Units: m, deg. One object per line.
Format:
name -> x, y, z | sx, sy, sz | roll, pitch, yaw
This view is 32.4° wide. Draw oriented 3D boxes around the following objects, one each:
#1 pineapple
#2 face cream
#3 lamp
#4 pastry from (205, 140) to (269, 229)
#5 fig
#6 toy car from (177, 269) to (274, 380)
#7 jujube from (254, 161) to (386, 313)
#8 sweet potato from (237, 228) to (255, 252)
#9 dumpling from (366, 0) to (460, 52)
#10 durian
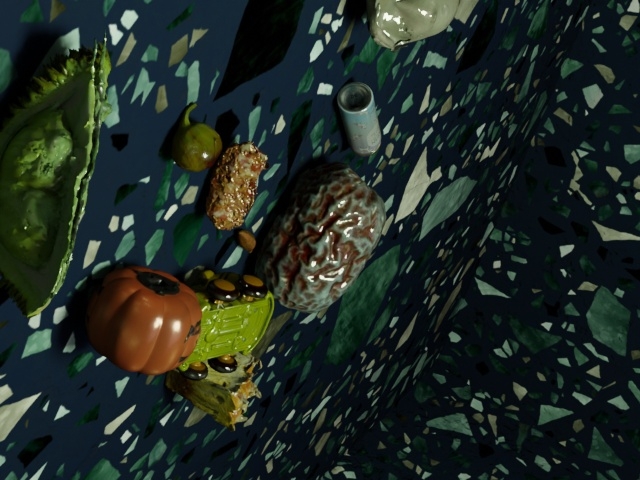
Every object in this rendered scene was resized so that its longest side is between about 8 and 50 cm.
pineapple -> -0.216, 0.267, 2.217 | 0.186, 0.236, 0.114 | -3, 128, -19
face cream -> 0.084, -0.241, 2.281 | 0.075, 0.075, 0.229 | -54, 161, -12
lamp -> -0.289, 0.136, 1.784 | 0.187, 0.187, 0.164 | -16, 135, -63
pastry -> -0.150, -0.102, 1.917 | 0.063, 0.087, 0.169 | -99, -148, -66
fig -> -0.202, -0.157, 1.737 | 0.084, 0.082, 0.098 | -38, 116, -13
toy car -> -0.210, 0.140, 2.045 | 0.248, 0.142, 0.200 | -3, 123, -55
jujube -> 0.000, 0.000, 2.255 | 0.317, 0.226, 0.226 | -55, 161, 7
sweet potato -> -0.145, -0.002, 2.151 | 0.034, 0.034, 0.095 | -53, 161, -14
dumpling -> 0.164, -0.481, 2.043 | 0.293, 0.163, 0.204 | -46, 124, -28
durian -> -0.323, -0.073, 1.363 | 0.158, 0.169, 0.352 | 25, 74, -52
